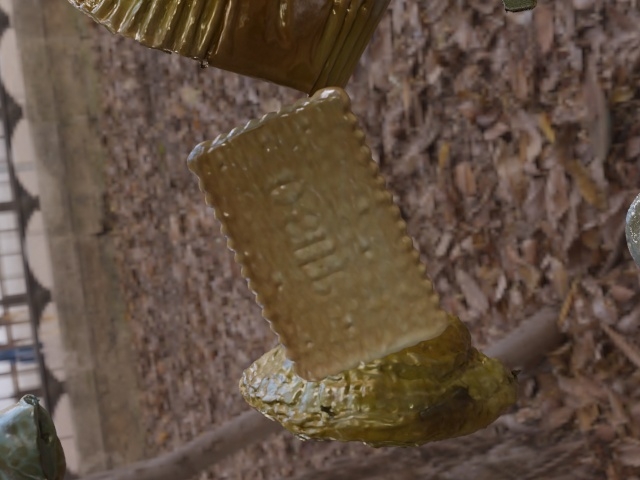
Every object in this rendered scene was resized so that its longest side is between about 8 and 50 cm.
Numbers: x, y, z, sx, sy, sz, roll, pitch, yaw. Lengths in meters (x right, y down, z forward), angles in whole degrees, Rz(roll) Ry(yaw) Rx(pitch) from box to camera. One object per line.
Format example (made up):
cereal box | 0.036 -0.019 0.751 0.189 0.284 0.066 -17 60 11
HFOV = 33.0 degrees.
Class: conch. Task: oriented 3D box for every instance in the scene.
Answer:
conch | -0.364 0.262 1.308 0.116 0.106 0.173 61 155 30

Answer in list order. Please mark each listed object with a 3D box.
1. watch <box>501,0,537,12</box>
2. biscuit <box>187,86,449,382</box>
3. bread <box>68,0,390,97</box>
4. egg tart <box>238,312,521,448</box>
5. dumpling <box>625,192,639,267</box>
watch | 0.226 -0.452 1.457 0.268 0.102 0.165 55 -152 -44
biscuit | 0.000 0.000 0.968 0.249 0.160 0.030 63 -165 -14
bread | -0.076 -0.239 0.954 0.204 0.288 0.156 42 114 54
egg tart | 0.072 0.171 1.398 0.351 0.339 0.153 3 94 26
dumpling | 0.451 0.000 1.298 0.150 0.092 0.176 -38 79 34
